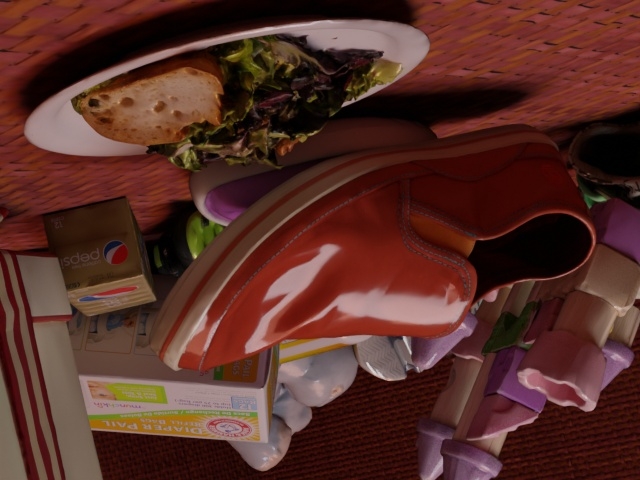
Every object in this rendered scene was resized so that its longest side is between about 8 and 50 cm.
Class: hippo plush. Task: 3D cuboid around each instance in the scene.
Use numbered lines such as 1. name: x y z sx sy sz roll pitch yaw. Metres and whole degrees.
1. hippo plush: -0.078 0.145 1.799 0.294 0.234 0.236 35 127 -21

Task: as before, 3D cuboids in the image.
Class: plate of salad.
1. plate of salad: -0.042 -0.062 0.632 0.200 0.048 0.200 -14 173 -2

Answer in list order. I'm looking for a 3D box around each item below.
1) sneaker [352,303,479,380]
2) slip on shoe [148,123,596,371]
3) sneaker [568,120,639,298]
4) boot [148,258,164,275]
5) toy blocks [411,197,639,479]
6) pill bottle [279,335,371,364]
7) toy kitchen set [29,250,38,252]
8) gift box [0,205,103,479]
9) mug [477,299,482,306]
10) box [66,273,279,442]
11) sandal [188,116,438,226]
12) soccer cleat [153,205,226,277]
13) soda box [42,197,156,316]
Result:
1. sneaker: 0.142 0.039 1.548 0.316 0.127 0.182 -26 -160 -16
2. slip on shoe: 0.046 0.012 0.793 0.331 0.101 0.123 -17 148 -37
3. sneaker: 0.279 -0.059 1.113 0.182 0.158 0.410 21 164 -16
4. boot: -0.079 0.047 1.238 0.248 0.090 0.207 -13 176 27
5. toy blocks: 0.178 0.115 1.100 0.309 0.260 0.288 27 164 -8
6. pill bottle: -0.012 0.064 1.402 0.215 0.117 0.117 -19 171 41
7. toy kitchen set: -0.330 0.058 0.991 0.122 0.166 0.207 -20 -153 47
8. gift box: -0.282 0.125 0.798 0.255 0.258 0.276 -14 178 2
9. mug: 0.211 0.015 1.409 0.130 0.097 0.157 -8 154 -20
10. box: -0.139 0.099 1.121 0.203 0.103 0.114 4 147 3
11. sandal: 0.015 -0.004 0.962 0.169 0.102 0.416 -16 171 3
12. soccer cleat: -0.103 0.009 1.043 0.072 0.060 0.179 -10 175 6
13. soda box: -0.162 0.016 0.980 0.061 0.058 0.181 -13 172 -6
